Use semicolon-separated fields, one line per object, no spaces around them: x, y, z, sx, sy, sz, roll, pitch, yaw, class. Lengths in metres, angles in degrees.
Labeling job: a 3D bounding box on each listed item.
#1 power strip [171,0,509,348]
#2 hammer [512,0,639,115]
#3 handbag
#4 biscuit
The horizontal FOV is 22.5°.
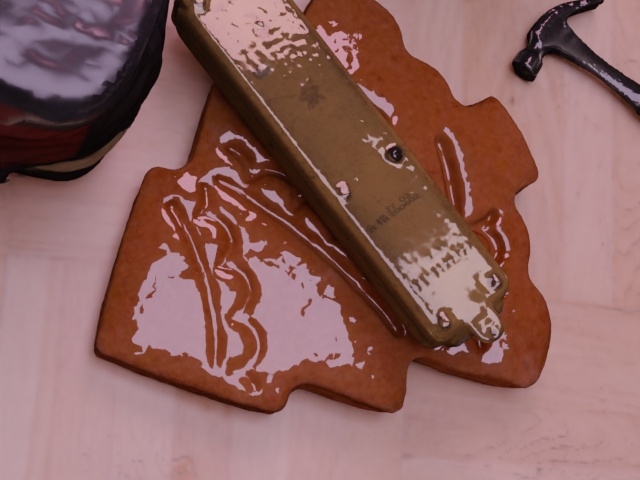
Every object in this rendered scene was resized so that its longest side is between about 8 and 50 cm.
0.007;-0.059;0.959;0.064;0.044;0.305;-37;87;-18;power strip
0.226;-0.091;1.082;0.201;0.021;0.078;35;71;-6;hammer
-0.212;-0.126;0.883;0.254;0.181;0.181;17;75;-9;handbag
0.000;0.000;0.986;0.306;0.043;0.284;-28;86;-19;biscuit
